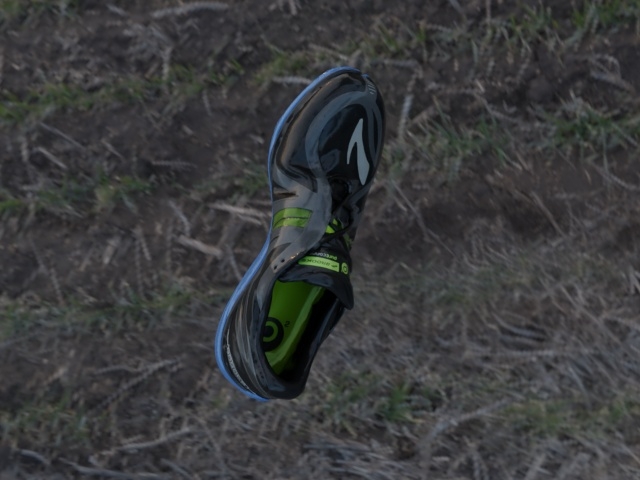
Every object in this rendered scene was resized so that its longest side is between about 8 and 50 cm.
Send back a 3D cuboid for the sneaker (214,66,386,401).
[{"bbox_3d":[0.000,0.000,0.621,0.078,0.067,0.188,24,97,60],"label":"sneaker"}]
